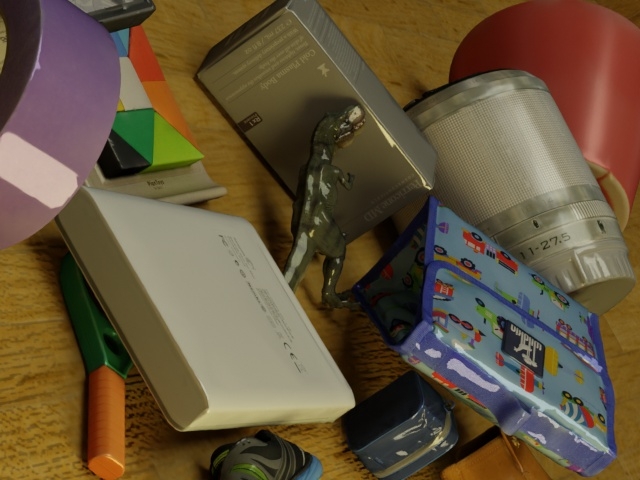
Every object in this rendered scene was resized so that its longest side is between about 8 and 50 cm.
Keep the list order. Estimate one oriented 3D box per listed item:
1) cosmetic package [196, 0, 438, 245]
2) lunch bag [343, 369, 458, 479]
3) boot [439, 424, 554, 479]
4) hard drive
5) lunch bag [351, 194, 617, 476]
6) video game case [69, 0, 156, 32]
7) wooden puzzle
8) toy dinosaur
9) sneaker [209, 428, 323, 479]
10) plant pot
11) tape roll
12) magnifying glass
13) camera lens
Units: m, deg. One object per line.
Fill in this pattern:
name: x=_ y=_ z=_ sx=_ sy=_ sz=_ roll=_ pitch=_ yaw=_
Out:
cosmetic package: x=0.001 y=-0.124 z=1.903 sx=0.238 sy=0.127 sz=0.107 roll=50 pitch=20 yaw=-13
lunch bag: x=0.078 y=0.170 z=1.707 sx=0.065 sy=0.098 sz=0.067 roll=48 pitch=19 yaw=-29
boot: x=0.234 y=0.273 z=1.888 sx=0.295 sy=0.104 sz=0.211 roll=-7 pitch=67 yaw=-61
hard drive: x=-0.086 y=0.059 z=1.539 sx=0.203 sy=0.040 sz=0.307 roll=59 pitch=16 yaw=15
lunch bag: x=0.158 y=0.112 z=1.772 sx=0.221 sy=0.138 sz=0.293 roll=36 pitch=15 yaw=-13
video game case: x=-0.288 y=-0.274 z=1.526 sx=0.248 sy=0.035 sz=0.275 roll=-23 pitch=81 yaw=-49
wooden puzzle: x=-0.182 y=-0.132 z=1.643 sx=0.239 sy=0.044 sz=0.221 roll=59 pitch=23 yaw=6
toy dinosaur: x=0.000 y=0.000 z=1.804 sx=0.118 sy=0.064 sz=0.268 roll=63 pitch=33 yaw=-52
sneaker: x=-0.061 y=0.197 z=1.450 sx=0.078 sy=0.067 sz=0.188 roll=37 pitch=23 yaw=7
plant pot: x=0.286 y=-0.120 z=2.343 sx=0.275 sy=0.275 sz=0.243 roll=43 pitch=37 yaw=-32
tape roll: x=-0.232 y=-0.092 z=1.294 sx=0.080 sy=0.189 sz=0.189 roll=35 pitch=31 yaw=-45
magnifying glass: x=-0.160 y=0.086 z=1.425 sx=0.092 sy=0.026 sz=0.231 roll=42 pitch=27 yaw=-33
camera lens: x=0.193 y=-0.031 z=2.052 sx=0.219 sy=0.219 sz=0.274 roll=9 pitch=52 yaw=-61
